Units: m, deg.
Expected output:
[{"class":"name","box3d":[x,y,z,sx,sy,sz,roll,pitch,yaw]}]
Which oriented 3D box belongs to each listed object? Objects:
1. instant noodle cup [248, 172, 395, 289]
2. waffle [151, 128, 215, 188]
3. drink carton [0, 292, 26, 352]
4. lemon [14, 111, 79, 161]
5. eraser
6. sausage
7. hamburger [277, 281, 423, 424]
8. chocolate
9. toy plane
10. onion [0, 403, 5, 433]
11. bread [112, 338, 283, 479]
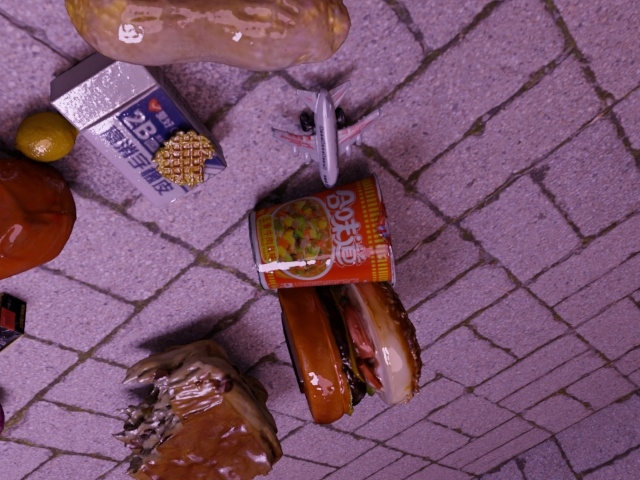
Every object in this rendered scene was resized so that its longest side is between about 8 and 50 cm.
[{"class":"instant noodle cup","box3d":[0.000,0.000,0.960,0.212,0.193,0.193,-10,138,1]},{"class":"waffle","box3d":[-0.177,-0.109,0.787,0.078,0.016,0.085,21,119,-38]},{"class":"drink carton","box3d":[-0.563,0.161,0.986,0.165,0.071,0.056,-35,139,15]},{"class":"lemon","box3d":[-0.348,-0.133,0.762,0.083,0.062,0.062,-23,142,-24]},{"class":"eraser","box3d":[-0.232,-0.149,0.786,0.124,0.068,0.210,-28,137,8]},{"class":"sausage","box3d":[-0.457,-0.015,0.775,0.268,0.153,0.141,-18,175,-1]},{"class":"hamburger","box3d":[0.053,0.182,1.084,0.225,0.291,0.291,-18,139,-9]},{"class":"chocolate","box3d":[-0.118,-0.258,0.667,0.309,0.134,0.134,-2,135,-17]},{"class":"toy plane","box3d":[0.008,-0.151,0.876,0.162,0.065,0.171,-12,140,-9]},{"class":"onion","box3d":[-0.649,0.331,1.123,0.115,0.104,0.115,1,97,8]},{"class":"bread","box3d":[-0.263,0.354,1.224,0.314,0.191,0.370,-22,127,11]}]
